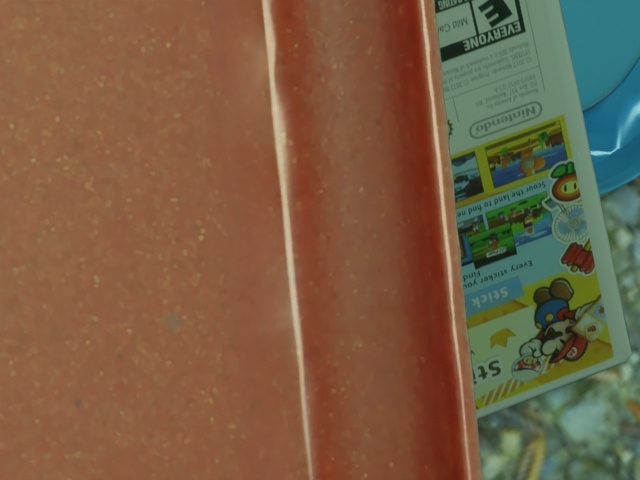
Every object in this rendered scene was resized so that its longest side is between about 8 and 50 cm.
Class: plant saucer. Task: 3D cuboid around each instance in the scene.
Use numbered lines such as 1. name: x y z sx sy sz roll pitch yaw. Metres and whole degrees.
1. plant saucer: -0.091 -0.009 0.349 0.258 0.048 0.259 -4 86 -33

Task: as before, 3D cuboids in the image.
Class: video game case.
1. video game case: 0.000 0.000 0.737 0.227 0.026 0.206 -20 120 -7

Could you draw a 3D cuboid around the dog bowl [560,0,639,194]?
1. dog bowl: 0.024 -0.114 0.763 0.297 0.074 0.166 9 100 -21
